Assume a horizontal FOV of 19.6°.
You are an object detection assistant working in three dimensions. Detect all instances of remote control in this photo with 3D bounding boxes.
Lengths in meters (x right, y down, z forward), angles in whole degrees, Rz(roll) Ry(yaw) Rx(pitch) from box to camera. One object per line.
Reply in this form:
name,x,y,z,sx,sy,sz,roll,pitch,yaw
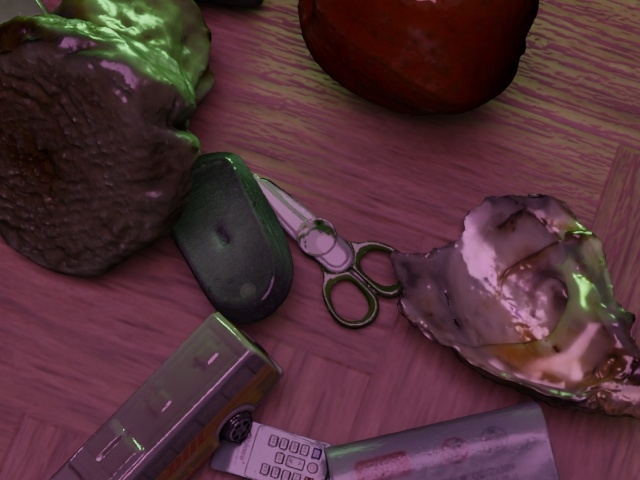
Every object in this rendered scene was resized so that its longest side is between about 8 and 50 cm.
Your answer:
remote control,-0.030,0.232,1.924,0.162,0.029,0.061,17,77,2

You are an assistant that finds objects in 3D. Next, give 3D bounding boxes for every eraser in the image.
eraser,0.128,0.271,1.868,0.227,0.081,0.174,-12,91,-4

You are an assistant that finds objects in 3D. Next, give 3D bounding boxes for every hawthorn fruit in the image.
hawthorn fruit,0.072,-0.260,1.940,0.300,0.254,0.254,12,75,-7

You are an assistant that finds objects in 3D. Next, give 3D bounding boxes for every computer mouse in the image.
computer mouse,-0.099,-0.002,1.973,0.113,0.068,0.229,-32,61,7

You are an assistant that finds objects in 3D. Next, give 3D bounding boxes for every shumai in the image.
shumai,-0.223,-0.147,1.973,0.309,0.304,0.263,16,42,23

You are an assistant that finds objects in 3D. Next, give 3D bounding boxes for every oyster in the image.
oyster,0.222,0.073,1.925,0.275,0.100,0.271,-13,72,11

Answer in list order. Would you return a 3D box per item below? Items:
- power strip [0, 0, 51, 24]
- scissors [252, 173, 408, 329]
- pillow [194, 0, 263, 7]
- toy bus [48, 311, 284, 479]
power strip,-0.404,-0.297,2.075,0.118,0.046,0.270,-34,77,-5
scissors,0.000,0.000,1.988,0.101,0.027,0.204,-44,79,-11
pillow,-0.156,-0.423,2.079,0.228,0.101,0.326,4,73,6
toy bus,-0.160,0.198,1.883,0.268,0.106,0.092,-45,57,-3
